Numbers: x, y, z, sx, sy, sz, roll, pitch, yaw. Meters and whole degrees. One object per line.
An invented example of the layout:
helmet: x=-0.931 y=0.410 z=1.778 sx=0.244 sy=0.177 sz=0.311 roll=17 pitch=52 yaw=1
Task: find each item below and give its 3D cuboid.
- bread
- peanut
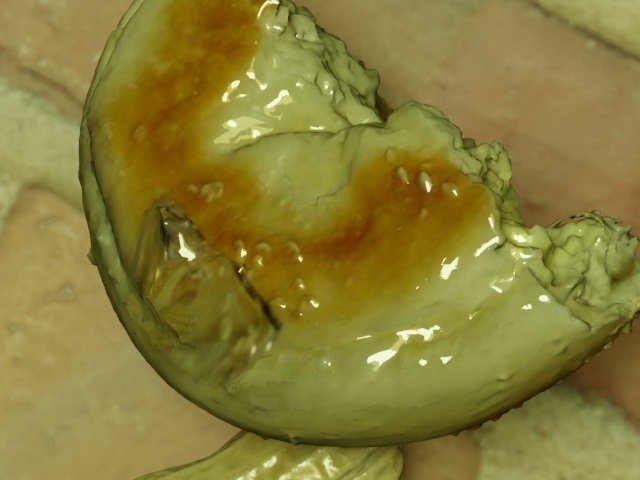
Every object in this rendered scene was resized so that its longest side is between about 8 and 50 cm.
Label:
bread: x=0.000 y=0.005 z=0.974 sx=0.314 sy=0.171 sz=0.192 roll=37 pitch=88 yaw=33
peanut: x=-0.039 y=0.133 z=1.032 sx=0.174 sy=0.080 sz=0.080 roll=-22 pitch=85 yaw=1
